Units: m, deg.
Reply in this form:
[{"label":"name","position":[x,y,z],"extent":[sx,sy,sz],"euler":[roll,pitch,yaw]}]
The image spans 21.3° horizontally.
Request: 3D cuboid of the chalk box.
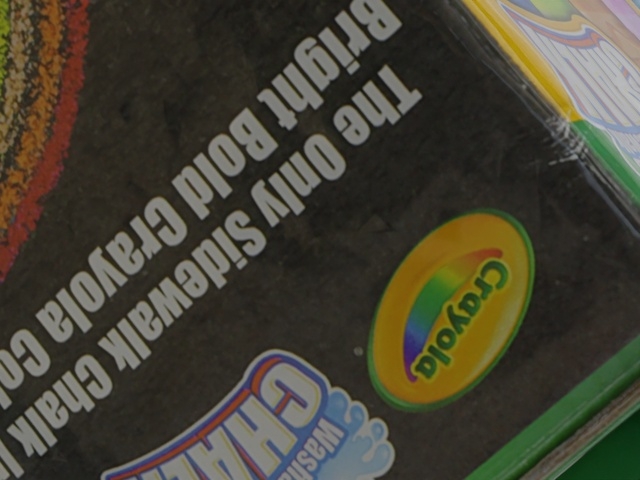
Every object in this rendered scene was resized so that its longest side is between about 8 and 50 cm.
[{"label":"chalk box","position":[0.000,0.000,0.431],"extent":[0.289,0.180,0.179],"euler":[51,21,8]}]
